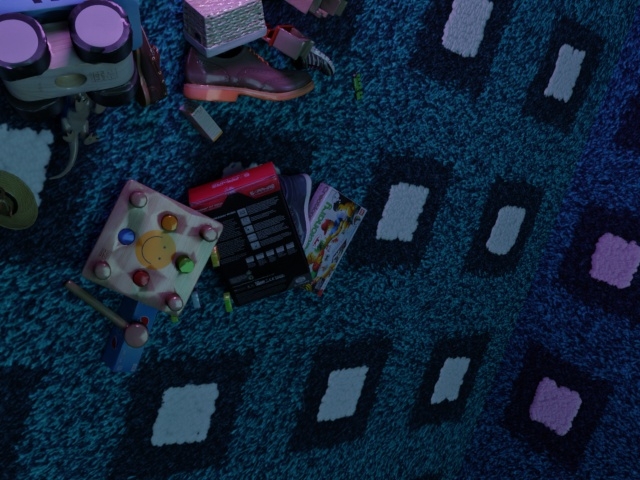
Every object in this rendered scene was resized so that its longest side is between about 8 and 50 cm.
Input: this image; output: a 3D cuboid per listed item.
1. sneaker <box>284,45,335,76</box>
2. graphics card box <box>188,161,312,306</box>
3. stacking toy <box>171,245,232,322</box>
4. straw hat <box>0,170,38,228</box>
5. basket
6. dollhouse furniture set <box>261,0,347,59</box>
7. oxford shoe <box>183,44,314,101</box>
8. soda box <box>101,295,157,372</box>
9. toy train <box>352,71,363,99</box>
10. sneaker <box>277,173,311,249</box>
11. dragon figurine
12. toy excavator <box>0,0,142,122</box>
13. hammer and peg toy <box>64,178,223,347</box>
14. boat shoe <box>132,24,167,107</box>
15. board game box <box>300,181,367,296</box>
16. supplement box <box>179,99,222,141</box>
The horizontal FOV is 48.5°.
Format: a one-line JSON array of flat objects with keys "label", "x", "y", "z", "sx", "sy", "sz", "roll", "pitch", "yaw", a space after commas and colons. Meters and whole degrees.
[{"label": "sneaker", "x": -0.034, "y": -0.471, "z": 1.862, "sx": 0.170, "sy": 0.063, "sz": 0.075, "roll": 31, "pitch": 88, "yaw": -42}, {"label": "graphics card box", "x": -0.178, "y": -0.009, "z": 1.878, "sx": 0.232, "sy": 0.094, "sz": 0.371, "roll": -19, "pitch": 127, "yaw": 0}, {"label": "stacking toy", "x": -0.329, "y": 0.120, "z": 1.843, "sx": 0.166, "sy": 0.052, "sz": 0.221, "roll": -10, "pitch": 124, "yaw": -3}, {"label": "straw hat", "x": -0.667, "y": -0.072, "z": 1.472, "sx": 0.061, "sy": 0.145, "sz": 0.144, "roll": -27, "pitch": 144, "yaw": 25}, {"label": "basket", "x": -0.220, "y": -0.507, "z": 1.609, "sx": 0.167, "sy": 0.113, "sz": 0.103, "roll": -30, "pitch": 145, "yaw": -24}, {"label": "dollhouse furniture set", "x": -0.043, "y": -0.574, "z": 1.680, "sx": 0.259, "sy": 0.135, "sz": 0.262, "roll": -58, "pitch": 173, "yaw": 24}, {"label": "oxford shoe", "x": -0.161, "y": -0.411, "z": 1.730, "sx": 0.363, "sy": 0.130, "sz": 0.133, "roll": -12, "pitch": 112, "yaw": -39}, {"label": "soda box", "x": -0.479, "y": 0.226, "z": 1.799, "sx": 0.067, "sy": 0.071, "sz": 0.210, "roll": 14, "pitch": 101, "yaw": -46}, {"label": "toy train", "x": 0.106, "y": -0.443, "z": 2.039, "sx": 0.023, "sy": 0.017, "sz": 0.083, "roll": -25, "pitch": 127, "yaw": -19}, {"label": "sneaker", "x": -0.103, "y": -0.074, "z": 1.964, "sx": 0.163, "sy": 0.086, "sz": 0.226, "roll": -5, "pitch": 98, "yaw": -52}, {"label": "dragon figurine", "x": -0.523, "y": -0.276, "z": 1.486, "sx": 0.085, "sy": 0.144, "sz": 0.289, "roll": -9, "pitch": 136, "yaw": -42}, {"label": "toy excavator", "x": -0.435, "y": -0.496, "z": 1.334, "sx": 0.432, "sy": 0.222, "sz": 0.445, "roll": -14, "pitch": 79, "yaw": -13}, {"label": "hammer and peg toy", "x": -0.421, "y": 0.067, "z": 1.667, "sx": 0.266, "sy": 0.127, "sz": 0.361, "roll": 28, "pitch": 88, "yaw": -21}, {"label": "boat shoe", "x": -0.389, "y": -0.399, "z": 1.563, "sx": 0.073, "sy": 0.073, "sz": 0.207, "roll": -32, "pitch": 137, "yaw": -30}, {"label": "board game box", "x": 0.000, "y": 0.000, "z": 2.120, "sx": 0.193, "sy": 0.053, "sz": 0.305, "roll": 28, "pitch": 90, "yaw": -47}, {"label": "supplement box", "x": -0.288, "y": -0.290, "z": 1.716, "sx": 0.036, "sy": 0.062, "sz": 0.098, "roll": -50, "pitch": 137, "yaw": -11}]
